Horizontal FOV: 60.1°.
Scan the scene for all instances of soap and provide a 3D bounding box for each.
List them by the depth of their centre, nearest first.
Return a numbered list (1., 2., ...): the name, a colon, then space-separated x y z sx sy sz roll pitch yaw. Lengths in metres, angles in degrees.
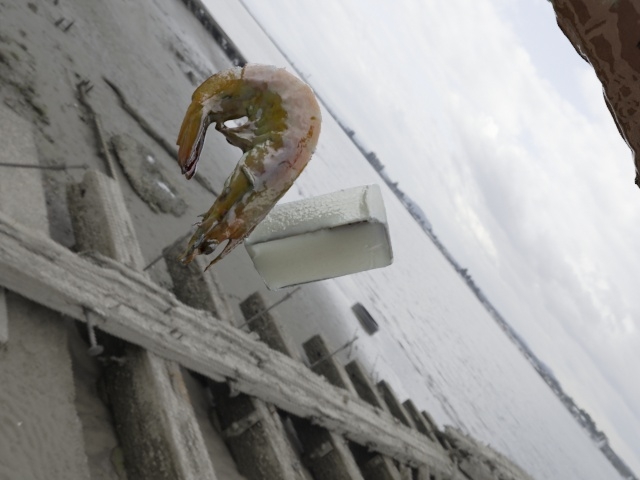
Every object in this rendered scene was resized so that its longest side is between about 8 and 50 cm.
1. soap: 0.000 0.000 0.732 0.121 0.183 0.064 72 8 -53

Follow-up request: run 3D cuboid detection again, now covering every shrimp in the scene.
1. shrimp: -0.094 -0.085 0.613 0.150 0.249 0.068 25 -8 -2

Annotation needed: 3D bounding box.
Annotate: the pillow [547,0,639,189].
1. pillow: 0.290 -0.176 0.383 0.084 0.236 0.223 -8 74 -62
